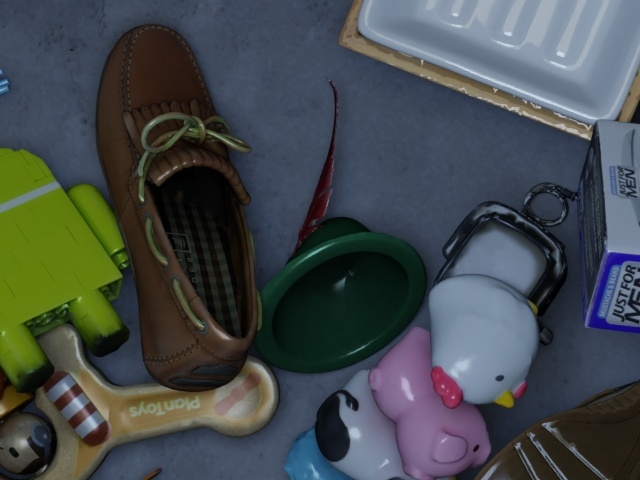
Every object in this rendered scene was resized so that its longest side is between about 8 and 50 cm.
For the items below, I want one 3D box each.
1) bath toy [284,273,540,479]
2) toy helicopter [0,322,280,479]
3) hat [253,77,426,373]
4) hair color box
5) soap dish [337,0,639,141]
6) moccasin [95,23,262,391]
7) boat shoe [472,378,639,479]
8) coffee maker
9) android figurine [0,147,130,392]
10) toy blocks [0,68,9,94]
[{"bbox_3d":[0.086,0.168,1.685,0.151,0.348,0.129,33,47,-4],"label":"bath toy"},{"bbox_3d":[-0.211,0.191,1.822,0.355,0.140,0.235,-10,86,4],"label":"toy helicopter"},{"bbox_3d":[0.000,0.000,1.853,0.208,0.173,0.183,-37,45,10],"label":"hat"},{"bbox_3d":[0.410,0.002,1.698,0.339,0.110,0.185,8,42,-2],"label":"hair color box"},{"bbox_3d":[0.194,-0.239,1.810,0.291,0.118,0.229,22,88,9],"label":"soap dish"},{"bbox_3d":[-0.131,-0.049,1.782,0.139,0.147,0.380,12,55,-29],"label":"moccasin"},{"bbox_3d":[0.272,0.198,1.732,0.342,0.123,0.123,-34,76,-15],"label":"boat shoe"},{"bbox_3d":[0.175,0.015,1.760,0.120,0.178,0.171,13,87,8],"label":"coffee maker"},{"bbox_3d":[-0.306,0.016,1.796,0.248,0.056,0.273,-27,65,-27],"label":"android figurine"},{"bbox_3d":[-0.402,-0.171,1.916,0.148,0.054,0.123,-20,79,2],"label":"toy blocks"}]
